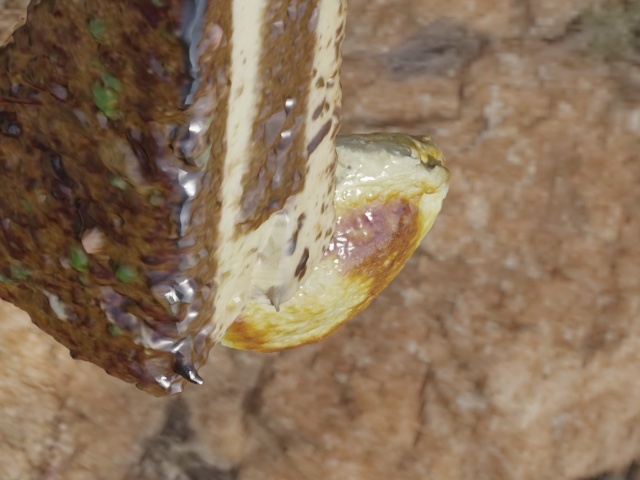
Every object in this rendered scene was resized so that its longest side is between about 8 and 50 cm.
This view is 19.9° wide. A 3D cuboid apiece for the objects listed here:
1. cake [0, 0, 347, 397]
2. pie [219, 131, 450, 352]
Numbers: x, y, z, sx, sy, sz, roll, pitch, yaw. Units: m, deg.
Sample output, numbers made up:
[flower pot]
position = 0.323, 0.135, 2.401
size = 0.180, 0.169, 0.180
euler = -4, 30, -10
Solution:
[cake]
position = -0.066, -0.074, 0.614
size = 0.112, 0.135, 0.246
euler = -48, 156, -37
[pie]
position = 0.000, 0.000, 1.241
size = 0.205, 0.084, 0.179
euler = -41, 161, 7
